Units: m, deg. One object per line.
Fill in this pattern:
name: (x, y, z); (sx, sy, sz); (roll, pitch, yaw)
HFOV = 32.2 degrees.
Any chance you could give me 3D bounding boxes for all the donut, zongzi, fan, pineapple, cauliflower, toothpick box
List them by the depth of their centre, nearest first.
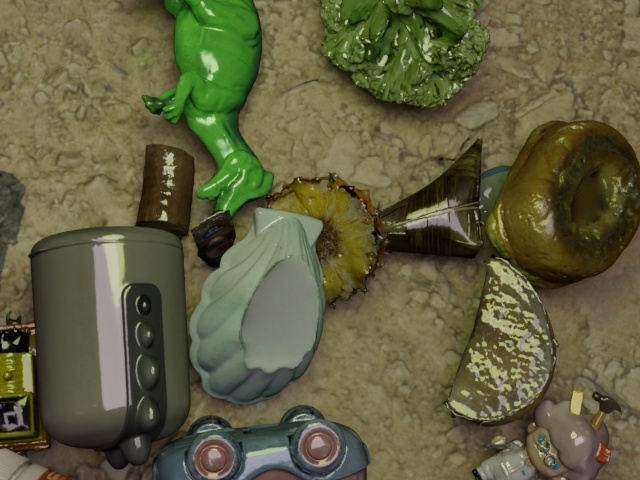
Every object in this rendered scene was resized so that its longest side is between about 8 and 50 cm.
toothpick box: (-0.275, 0.148, 1.497); (0.229, 0.229, 0.316); (-4, 78, -7)
pineapple: (0.000, 0.000, 1.611); (0.221, 0.047, 0.221); (5, 105, 21)
donut: (0.372, -0.053, 1.639); (0.208, 0.128, 0.261); (36, 68, -19)
cauliflower: (0.123, -0.344, 1.640); (0.275, 0.250, 0.272); (10, 75, 1)
zongzi: (0.150, -0.068, 1.658); (0.187, 0.084, 0.184); (3, 83, 1)
fan: (0.262, -0.048, 1.711); (0.175, 0.005, 0.113); (-27, 80, -11)

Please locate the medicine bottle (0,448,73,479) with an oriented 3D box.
medicine bottle: (-0.362, 0.428, 1.412); (0.241, 0.252, 0.252); (26, 76, 1)

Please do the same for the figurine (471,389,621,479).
figurine: (0.330, 0.305, 1.591); (0.229, 0.112, 0.137); (-28, 73, 2)

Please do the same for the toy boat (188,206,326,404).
toy boat: (-0.071, 0.103, 1.543); (0.199, 0.100, 0.290); (10, 97, -25)

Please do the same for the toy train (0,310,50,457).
toy train: (-0.419, 0.201, 1.521); (0.089, 0.127, 0.219); (-3, 79, -7)

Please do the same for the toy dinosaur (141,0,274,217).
toy dinosaur: (-0.092, -0.311, 1.674); (0.374, 0.144, 0.500); (51, 59, -10)

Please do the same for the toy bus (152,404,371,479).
toy bus: (-0.074, 0.354, 1.498); (0.294, 0.197, 0.231); (-6, 88, -9)

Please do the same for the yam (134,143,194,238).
yam: (-0.225, -0.073, 1.627); (0.084, 0.084, 0.127); (8, 77, -4)

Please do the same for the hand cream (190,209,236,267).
hand cream: (-0.151, 0.002, 1.576); (0.062, 0.163, 0.039); (-26, 76, -10)

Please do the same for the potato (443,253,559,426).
potato: (0.277, 0.156, 1.604); (0.138, 0.098, 0.243); (16, 83, 18)
